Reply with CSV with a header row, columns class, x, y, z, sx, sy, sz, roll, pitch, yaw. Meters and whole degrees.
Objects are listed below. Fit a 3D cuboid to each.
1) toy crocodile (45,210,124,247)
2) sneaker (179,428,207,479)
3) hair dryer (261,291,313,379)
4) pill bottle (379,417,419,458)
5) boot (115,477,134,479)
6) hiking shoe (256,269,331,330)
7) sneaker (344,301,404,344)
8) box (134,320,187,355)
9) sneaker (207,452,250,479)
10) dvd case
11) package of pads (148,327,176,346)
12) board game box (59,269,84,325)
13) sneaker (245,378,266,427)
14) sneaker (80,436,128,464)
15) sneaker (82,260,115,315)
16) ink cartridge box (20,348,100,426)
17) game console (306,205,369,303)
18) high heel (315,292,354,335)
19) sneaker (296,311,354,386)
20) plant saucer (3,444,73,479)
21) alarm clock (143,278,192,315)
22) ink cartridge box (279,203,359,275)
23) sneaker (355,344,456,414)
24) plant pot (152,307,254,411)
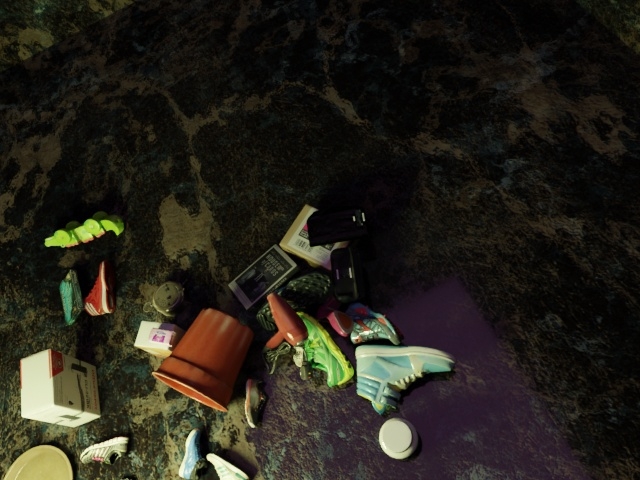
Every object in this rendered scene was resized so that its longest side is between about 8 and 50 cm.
class,x,y,z,sx,sy,sz,roll,pitch,yaw
toy crocodile,-0.990,-0.036,2.135,0.341,0.105,0.115,-18,21,6
sneaker,-0.397,0.697,1.652,0.085,0.058,0.152,7,71,23
hair dryer,-0.133,0.312,1.656,0.224,0.080,0.293,1,99,35
pill bottle,0.229,0.576,1.481,0.112,0.186,0.112,-6,64,12
boot,-0.668,0.831,1.666,0.121,0.045,0.099,-2,67,5
hiking shoe,-0.095,0.177,1.743,0.304,0.113,0.132,-33,19,16
sneaker,0.162,0.295,1.651,0.125,0.104,0.262,-50,32,-12
box,-0.543,0.355,1.790,0.130,0.170,0.091,3,65,15
sneaker,-0.305,0.738,1.611,0.161,0.057,0.075,22,67,20
dvd case,-0.208,0.134,1.858,0.239,0.029,0.179,-42,41,-7
package of pads,-0.523,0.320,1.687,0.083,0.032,0.050,6,65,15
board game box,-0.984,0.225,2.010,0.126,0.026,0.186,-45,57,29
sneaker,-0.212,0.534,1.687,0.065,0.061,0.157,-7,64,4
sneaker,-0.728,0.725,1.720,0.170,0.063,0.074,-20,56,-1
sneaker,-0.884,0.190,2.005,0.128,0.087,0.221,-15,61,5
ink cartridge box,-0.885,0.511,1.747,0.114,0.273,0.197,-20,62,0
game console,0.070,0.044,1.764,0.213,0.044,0.361,-10,65,7
high heel,0.037,0.273,1.673,0.117,0.082,0.244,-57,24,13
sneaker,-0.014,0.355,1.693,0.123,0.109,0.295,-38,61,-5
plant saucer,-0.959,0.846,1.735,0.278,0.041,0.277,-6,64,12
alarm clock,-0.586,0.224,1.929,0.192,0.064,0.129,-23,62,6
ink cartridge box,0.000,0.000,1.871,0.235,0.088,0.193,25,74,23
sneaker,0.259,0.437,1.579,0.319,0.127,0.208,-4,62,23
plant pot,-0.368,0.385,1.696,0.272,0.272,0.265,16,62,20
